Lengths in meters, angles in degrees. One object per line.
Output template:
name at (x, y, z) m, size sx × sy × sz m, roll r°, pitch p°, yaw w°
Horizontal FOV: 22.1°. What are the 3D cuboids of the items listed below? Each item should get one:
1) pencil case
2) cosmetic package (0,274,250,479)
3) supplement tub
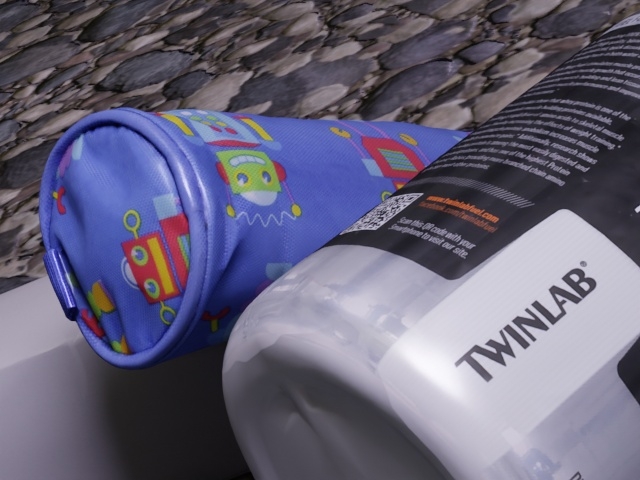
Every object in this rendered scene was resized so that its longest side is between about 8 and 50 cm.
pencil case at (0.000, 0.000, 0.836) m, size 0.306 × 0.119 × 0.133 m, roll 0°, pitch -32°, yaw -47°
cosmetic package at (-0.152, 0.096, 0.926) m, size 0.238 × 0.127 × 0.107 m, roll -22°, pitch 26°, yaw -3°
supplement tub at (0.140, 0.025, 0.737) m, size 0.338 × 0.207 × 0.207 m, roll -37°, pitch 29°, yaw -27°
